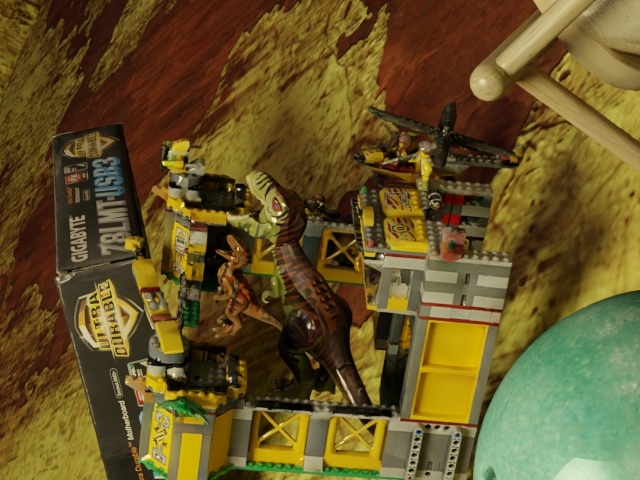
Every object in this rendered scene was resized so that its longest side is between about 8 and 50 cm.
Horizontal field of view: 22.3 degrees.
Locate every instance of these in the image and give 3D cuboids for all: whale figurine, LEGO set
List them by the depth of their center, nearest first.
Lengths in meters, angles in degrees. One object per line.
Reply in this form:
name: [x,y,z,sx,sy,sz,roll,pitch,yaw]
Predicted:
whale figurine: [0.144,0.145,0.672,0.216,0.141,0.272,107,161,-48]
LEGO set: [0.000,0.000,1.039,0.331,0.255,0.192,-77,-4,-60]

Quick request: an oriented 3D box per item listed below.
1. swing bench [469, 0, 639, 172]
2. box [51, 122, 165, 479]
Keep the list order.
swing bench: [0.231,-0.174,0.810,0.253,0.165,0.255,-43,18,41]
box: [-0.152,0.091,1.298,0.295,0.073,0.293,-114,12,-64]
